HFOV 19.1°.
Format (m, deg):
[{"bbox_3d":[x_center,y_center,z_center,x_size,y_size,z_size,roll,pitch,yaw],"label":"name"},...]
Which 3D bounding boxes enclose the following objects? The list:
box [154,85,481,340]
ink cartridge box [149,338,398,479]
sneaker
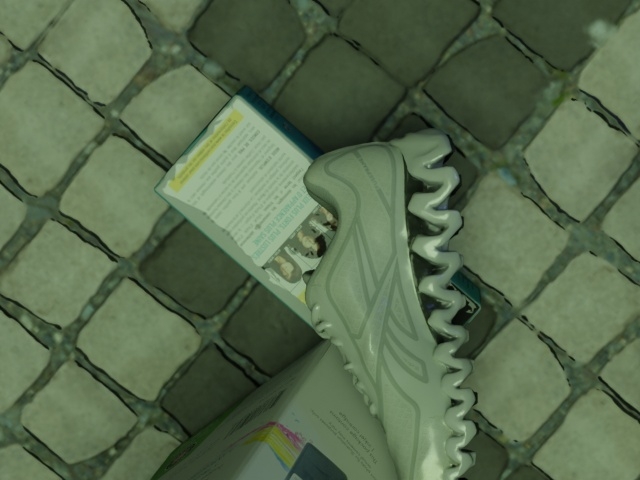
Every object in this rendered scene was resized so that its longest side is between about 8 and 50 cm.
[{"bbox_3d":[0.000,0.000,1.442,0.244,0.060,0.100,41,103,-5],"label":"box"},{"bbox_3d":[-0.074,0.233,1.329,0.207,0.353,0.119,-38,98,32],"label":"ink cartridge box"},{"bbox_3d":[0.050,0.068,1.354,0.118,0.110,0.292,-5,79,-2],"label":"sneaker"}]
